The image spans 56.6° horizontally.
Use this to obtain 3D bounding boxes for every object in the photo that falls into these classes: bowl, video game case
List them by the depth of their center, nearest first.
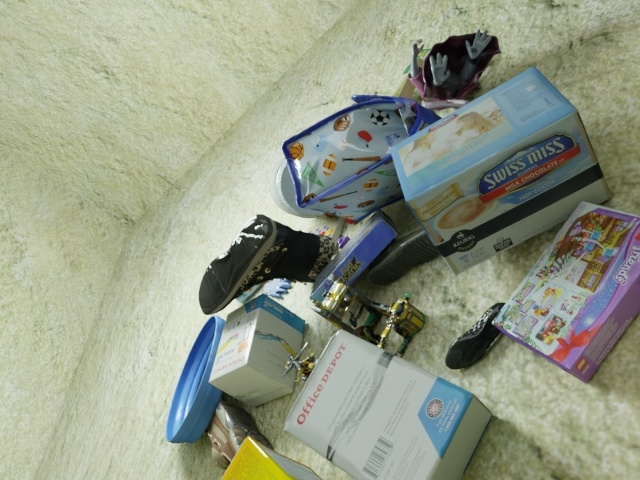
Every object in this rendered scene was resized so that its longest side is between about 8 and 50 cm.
[{"bbox_3d":[0.088,0.045,1.574,0.269,0.061,0.244,-48,2,10],"label":"video game case"},{"bbox_3d":[-0.358,0.421,1.797,0.391,0.077,0.391,-57,19,32],"label":"bowl"}]

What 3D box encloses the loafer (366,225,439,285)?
[{"bbox_3d":[0.210,0.017,1.473,0.251,0.094,0.087,-34,36,32],"label":"loafer"}]

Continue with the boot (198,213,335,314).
[{"bbox_3d":[-0.156,0.088,1.711,0.377,0.284,0.138,-52,50,27],"label":"boot"}]

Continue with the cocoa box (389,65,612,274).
[{"bbox_3d":[0.354,-0.143,1.217,0.347,0.228,0.231,-29,33,16],"label":"cocoa box"}]

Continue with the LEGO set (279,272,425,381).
[{"bbox_3d":[0.057,0.224,1.355,0.331,0.192,0.255,-55,27,-5],"label":"LEGO set"}]

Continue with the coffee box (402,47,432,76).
[{"bbox_3d":[0.369,-0.604,2.035,0.113,0.040,0.184,-55,26,-4],"label":"coffee box"}]

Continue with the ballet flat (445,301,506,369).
[{"bbox_3d":[0.314,0.192,1.170,0.173,0.049,0.057,-48,70,12],"label":"ballet flat"}]

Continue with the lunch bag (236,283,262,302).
[{"bbox_3d":[-0.251,0.101,2.110,0.219,0.090,0.176,-45,25,12],"label":"lunch bag"}]

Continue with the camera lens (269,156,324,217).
[{"bbox_3d":[-0.049,-0.184,1.931,0.219,0.219,0.274,-54,10,-2],"label":"camera lens"}]

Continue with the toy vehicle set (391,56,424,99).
[{"bbox_3d":[0.254,-0.456,1.926,0.165,0.035,0.267,-62,4,-17],"label":"toy vehicle set"}]

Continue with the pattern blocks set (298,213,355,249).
[{"bbox_3d":[0.000,0.000,1.895,0.325,0.026,0.285,-8,47,55],"label":"pattern blocks set"}]

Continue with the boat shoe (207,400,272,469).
[{"bbox_3d":[-0.212,0.529,1.511,0.116,0.123,0.324,-61,21,-2],"label":"boat shoe"}]

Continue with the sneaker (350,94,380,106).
[{"bbox_3d":[0.154,-0.430,2.026,0.124,0.107,0.283,-52,4,-27],"label":"sneaker"}]

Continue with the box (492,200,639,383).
[{"bbox_3d":[0.462,0.079,1.042,0.293,0.057,0.201,-53,26,-1],"label":"box"}]

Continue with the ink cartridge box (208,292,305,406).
[{"bbox_3d":[-0.171,0.306,1.641,0.171,0.168,0.232,-31,34,35],"label":"ink cartridge box"}]

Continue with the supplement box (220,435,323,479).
[{"bbox_3d":[-0.053,0.557,1.124,0.195,0.194,0.357,-58,27,-11],"label":"supplement box"}]

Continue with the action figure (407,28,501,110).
[{"bbox_3d":[0.376,-0.438,1.679,0.370,0.248,0.275,98,176,-82],"label":"action figure"}]

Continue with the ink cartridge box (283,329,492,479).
[{"bbox_3d":[0.118,0.332,1.097,0.308,0.129,0.223,20,75,41],"label":"ink cartridge box"}]

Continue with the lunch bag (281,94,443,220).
[{"bbox_3d":[0.149,-0.233,1.571,0.386,0.328,0.238,-24,75,28],"label":"lunch bag"}]

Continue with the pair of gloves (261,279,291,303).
[{"bbox_3d":[-0.162,0.196,1.925,0.159,0.023,0.198,-19,41,50],"label":"pair of gloves"}]
